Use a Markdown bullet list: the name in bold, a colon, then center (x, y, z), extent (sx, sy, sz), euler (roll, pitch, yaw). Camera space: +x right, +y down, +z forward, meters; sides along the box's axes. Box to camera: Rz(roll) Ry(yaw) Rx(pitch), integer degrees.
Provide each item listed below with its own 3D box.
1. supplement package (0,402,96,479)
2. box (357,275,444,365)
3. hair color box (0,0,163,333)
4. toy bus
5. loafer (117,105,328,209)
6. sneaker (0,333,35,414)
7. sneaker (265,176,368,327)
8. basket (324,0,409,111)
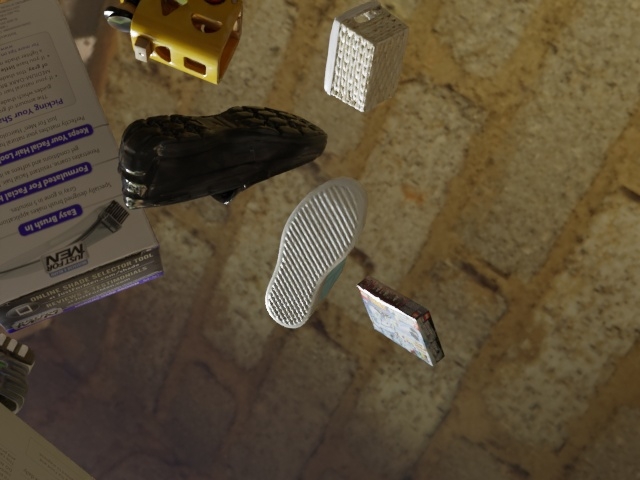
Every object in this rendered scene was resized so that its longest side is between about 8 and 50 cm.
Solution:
- **supplement package**: center (-0.190, 0.178, 0.363), extent (0.149, 0.194, 0.203), euler (-34, 27, 15)
- **box**: center (0.115, 0.115, 1.290), extent (0.027, 0.137, 0.094), euler (-37, -52, -19)
- **hair color box**: center (-0.320, -0.091, 0.984), extent (0.185, 0.339, 0.110), euler (-21, -17, -13)
- **toy bus**: center (-0.194, -0.269, 1.092), extent (0.191, 0.202, 0.104), euler (38, -114, -42)
- **loafer**: center (-0.086, -0.075, 0.813), extent (0.223, 0.076, 0.078), euler (-14, -51, -43)
- **sneaker**: center (-0.379, 0.192, 0.966), extent (0.132, 0.086, 0.229), euler (-58, 8, 4)
- **sneaker**: center (0.000, 0.000, 1.706), extent (0.366, 0.135, 0.150), euler (-59, -3, 39)
- **basket**: center (0.087, -0.337, 1.648), extent (0.113, 0.103, 0.167), euler (-34, -30, -34)
